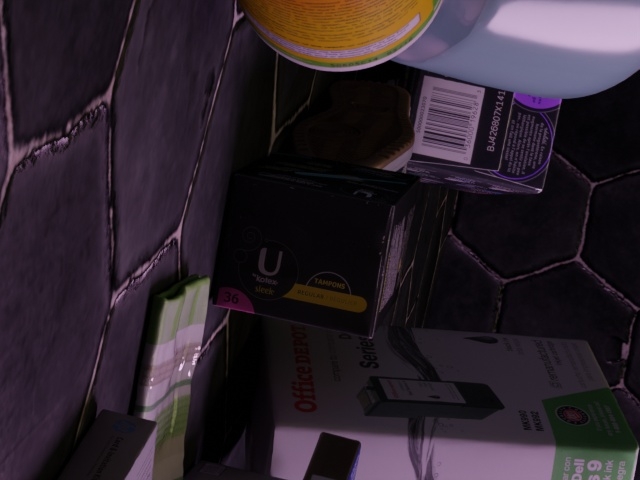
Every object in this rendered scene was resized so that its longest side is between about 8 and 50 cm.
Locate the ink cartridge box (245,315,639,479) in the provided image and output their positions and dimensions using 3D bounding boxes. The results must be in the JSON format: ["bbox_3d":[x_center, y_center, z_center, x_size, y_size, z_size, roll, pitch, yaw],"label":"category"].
[{"bbox_3d":[0.089,0.164,1.557,0.211,0.289,0.122,-103,-162,-68],"label":"ink cartridge box"}]

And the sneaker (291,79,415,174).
[{"bbox_3d":[0.027,-0.037,1.656,0.282,0.099,0.153,-65,163,-71],"label":"sneaker"}]

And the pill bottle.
[{"bbox_3d":[0.003,-0.194,1.090,0.246,0.136,0.136,66,36,-77],"label":"pill bottle"}]

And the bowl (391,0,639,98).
[{"bbox_3d":[0.095,-0.239,1.303,0.163,0.311,0.312,-13,123,-36],"label":"bowl"}]

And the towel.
[{"bbox_3d":[-0.098,0.102,1.234,0.113,0.023,0.152,-42,143,-79],"label":"towel"}]

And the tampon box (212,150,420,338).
[{"bbox_3d":[0.000,0.000,1.428,0.161,0.120,0.101,-42,142,-77],"label":"tampon box"}]

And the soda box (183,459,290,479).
[{"bbox_3d":[-0.080,0.235,1.311,0.286,0.091,0.098,-38,139,-79],"label":"soda box"}]

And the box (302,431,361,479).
[{"bbox_3d":[-0.015,0.264,1.344,0.136,0.036,0.225,-65,165,-57],"label":"box"}]

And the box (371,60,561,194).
[{"bbox_3d":[0.135,-0.138,1.898,0.270,0.143,0.165,-174,-84,-81],"label":"box"}]

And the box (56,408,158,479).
[{"bbox_3d":[-0.135,0.211,1.072,0.145,0.038,0.186,-62,163,-63],"label":"box"}]
